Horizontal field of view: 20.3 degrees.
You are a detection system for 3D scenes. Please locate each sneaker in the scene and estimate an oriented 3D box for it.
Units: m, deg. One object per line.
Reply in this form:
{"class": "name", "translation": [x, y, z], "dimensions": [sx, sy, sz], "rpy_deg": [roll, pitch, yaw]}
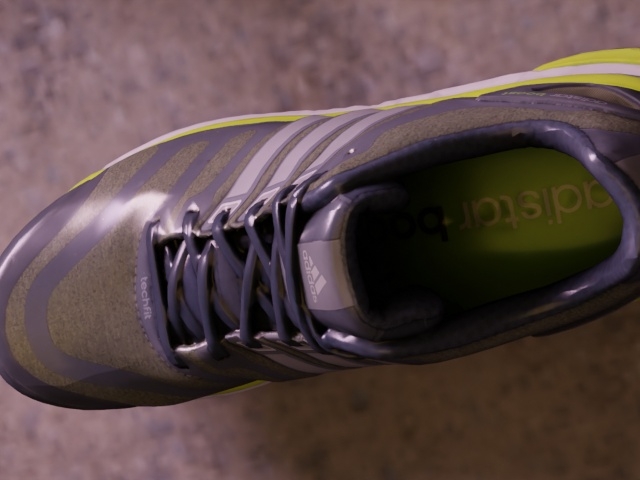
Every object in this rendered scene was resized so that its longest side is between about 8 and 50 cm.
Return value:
{"class": "sneaker", "translation": [0.000, 0.000, 0.632], "dimensions": [0.300, 0.121, 0.111], "rpy_deg": [-16, 93, 21]}
